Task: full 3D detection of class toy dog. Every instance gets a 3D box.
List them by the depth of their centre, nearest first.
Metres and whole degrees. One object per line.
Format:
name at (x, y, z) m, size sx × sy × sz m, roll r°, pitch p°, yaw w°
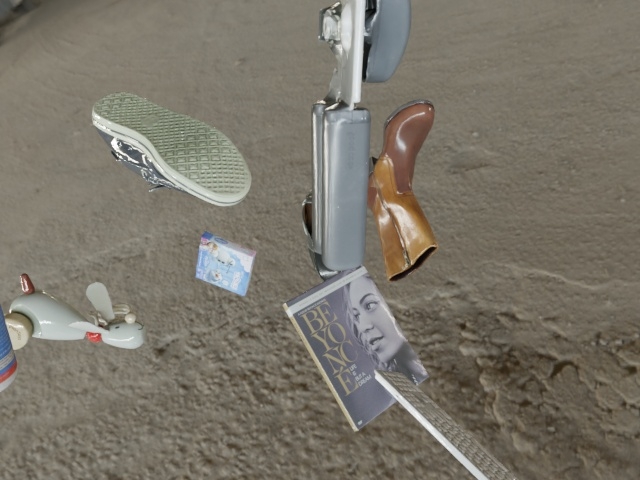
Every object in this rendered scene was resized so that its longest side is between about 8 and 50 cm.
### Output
toy dog at (-0.595, 0.163, 1.296) m, size 0.333 × 0.161 × 0.220 m, roll 0°, pitch 26°, yaw -26°

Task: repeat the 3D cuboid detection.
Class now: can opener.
can opener at (0.042, -0.111, 0.528) m, size 0.095 × 0.284 × 0.076 m, roll -6°, pitch 24°, yaw -15°

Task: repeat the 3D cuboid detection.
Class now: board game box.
board game box at (-0.155, 0.039, 0.879) m, size 0.089 × 0.090 × 0.020 m, roll 20°, pitch 38°, yaw 4°

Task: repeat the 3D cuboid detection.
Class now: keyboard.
keyboard at (0.170, 0.249, 0.703) m, size 0.256 × 0.072 × 0.014 m, roll 38°, pitch 108°, yaw 45°

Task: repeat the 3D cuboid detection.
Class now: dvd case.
dvd case at (0.060, 0.162, 0.869) m, size 0.164 × 0.221 × 0.018 m, roll -26°, pitch -10°, yaw -32°

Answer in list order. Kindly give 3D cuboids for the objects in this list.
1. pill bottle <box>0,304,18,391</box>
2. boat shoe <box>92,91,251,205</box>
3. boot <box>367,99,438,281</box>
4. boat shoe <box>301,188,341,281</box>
pill bottle at (-0.495, 0.100, 0.721) m, size 0.124 × 0.222 × 0.124 m, roll -4°, pitch 17°, yaw 1°
boat shoe at (-0.363, -0.206, 1.333) m, size 0.499 × 0.156 × 0.187 m, roll 29°, pitch 53°, yaw 24°
boot at (0.169, -0.098, 1.060) m, size 0.264 × 0.096 × 0.281 m, roll -49°, pitch 39°, yaw 41°
boat shoe at (0.000, 0.000, 1.225) m, size 0.083 × 0.233 × 0.079 m, roll -2°, pitch 26°, yaw 15°
